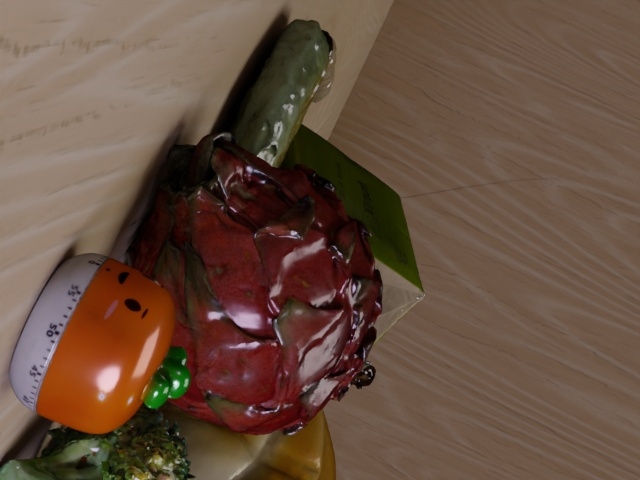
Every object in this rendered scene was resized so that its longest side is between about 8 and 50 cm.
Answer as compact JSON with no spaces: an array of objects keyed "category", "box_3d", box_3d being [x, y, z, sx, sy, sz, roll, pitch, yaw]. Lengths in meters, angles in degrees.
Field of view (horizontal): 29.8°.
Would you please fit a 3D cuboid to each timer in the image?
[{"category":"timer","box_3d":[-0.154,0.083,0.880,0.136,0.136,0.099,-64,173,23]}]

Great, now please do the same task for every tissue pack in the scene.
[{"category":"tissue pack","box_3d":[0.000,0.000,1.543,0.167,0.200,0.275,-48,-160,20]}]

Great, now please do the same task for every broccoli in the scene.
[{"category":"broccoli","box_3d":[-0.213,0.234,1.053,0.194,0.220,0.194,-23,151,-14]}]

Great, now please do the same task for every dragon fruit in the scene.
[{"category":"dragon fruit","box_3d":[-0.067,0.041,1.111,0.244,0.244,0.299,-61,137,-62]}]

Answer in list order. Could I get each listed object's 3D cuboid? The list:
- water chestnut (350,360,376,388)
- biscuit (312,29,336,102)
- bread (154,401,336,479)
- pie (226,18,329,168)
[{"category":"water chestnut","box_3d":[-0.059,0.161,1.875,0.350,0.302,0.350,-158,-90,-89]},{"category":"biscuit","box_3d":[-0.007,-0.236,1.638,0.219,0.055,0.061,85,15,-86]},{"category":"bread","box_3d":[-0.154,0.261,1.447,0.424,0.329,0.245,-76,160,-46]},{"category":"pie","box_3d":[-0.068,-0.114,1.365,0.306,0.071,0.306,-62,-178,3]}]
